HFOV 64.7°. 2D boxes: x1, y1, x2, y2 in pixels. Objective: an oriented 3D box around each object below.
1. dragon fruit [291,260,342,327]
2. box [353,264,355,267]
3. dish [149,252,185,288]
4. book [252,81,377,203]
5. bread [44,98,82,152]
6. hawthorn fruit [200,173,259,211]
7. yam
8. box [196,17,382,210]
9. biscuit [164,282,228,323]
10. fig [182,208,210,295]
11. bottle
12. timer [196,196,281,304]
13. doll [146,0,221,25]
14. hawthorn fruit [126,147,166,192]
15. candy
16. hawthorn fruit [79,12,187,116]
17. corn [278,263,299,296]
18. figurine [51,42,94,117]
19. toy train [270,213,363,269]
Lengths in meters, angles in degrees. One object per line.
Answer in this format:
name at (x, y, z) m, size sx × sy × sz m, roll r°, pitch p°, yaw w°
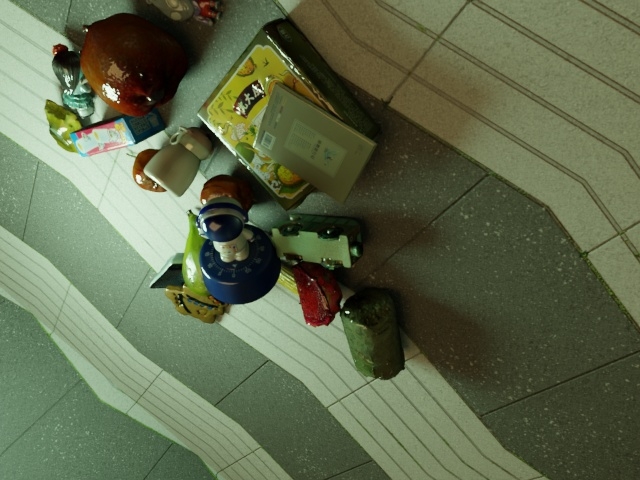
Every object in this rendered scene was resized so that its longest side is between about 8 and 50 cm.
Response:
dragon fruit at (-0.001, 0.169, 1.727) m, size 0.163 × 0.189 × 0.261 m, roll -3°, pitch 122°, yaw 20°
box at (0.084, 0.054, 1.711) m, size 0.083 × 0.012 × 0.046 m, roll 28°, pitch 132°, yaw 10°
dish at (-0.579, 0.115, 2.076) m, size 0.243 × 0.182 × 0.080 m, roll -38°, pitch 61°, yaw 42°
book at (-0.024, -0.257, 1.364) m, size 0.311 × 0.021 × 0.216 m, roll 33°, pitch 132°, yaw 5°
bread at (-0.962, -0.410, 1.921) m, size 0.161 × 0.088 × 0.233 m, roll 35°, pitch 155°, yaw 18°
hawthorn fruit at (-0.315, -0.146, 1.717) m, size 0.179 × 0.173 × 0.173 m, roll -31°, pitch 105°, yaw 13°
yam at (0.180, 0.320, 1.727) m, size 0.195 × 0.195 × 0.299 m, roll 2°, pitch 124°, yaw 29°
box at (-0.097, -0.341, 1.452) m, size 0.420 × 0.138 × 0.373 m, roll 48°, pitch 132°, yaw -9°
biscuit at (-0.499, 0.250, 2.123) m, size 0.302 × 0.043 × 0.278 m, roll -29°, pitch 125°, yaw 32°
fig at (-0.437, 0.061, 1.876) m, size 0.233 × 0.233 × 0.314 m, roll -20°, pitch 116°, yaw 39°
bottle at (-0.450, -0.272, 1.660) m, size 0.148 × 0.236 × 0.147 m, roll 36°, pitch 173°, yaw 5°
timer at (-0.283, 0.006, 1.594) m, size 0.271 × 0.270 × 0.383 m, roll 19°, pitch 151°, yaw 17°
doll at (-0.391, -0.668, 1.434) m, size 0.228 × 0.075 × 0.102 m, roll 13°, pitch 138°, yaw 7°
hawthorn fruit at (-0.616, -0.268, 1.825) m, size 0.285 × 0.165 × 0.165 m, roll 31°, pitch 140°, yaw 49°
candy at (-0.711, -0.381, 1.768) m, size 0.306 × 0.157 × 0.100 m, roll -5°, pitch 118°, yaw 33°
hawthorn fruit at (-0.552, -0.524, 1.502) m, size 0.311 × 0.295 × 0.294 m, roll 54°, pitch 143°, yaw 35°
corn at (-0.116, 0.141, 1.860) m, size 0.165 × 0.063 × 0.085 m, roll 32°, pitch 156°, yaw 9°
figurine at (-0.869, -0.552, 1.775) m, size 0.138 × 0.110 × 0.245 m, roll 30°, pitch 140°, yaw 13°
toy train at (0.000, 0.000, 1.627) m, size 0.327 × 0.159 × 0.129 m, roll 6°, pitch 122°, yaw 31°
